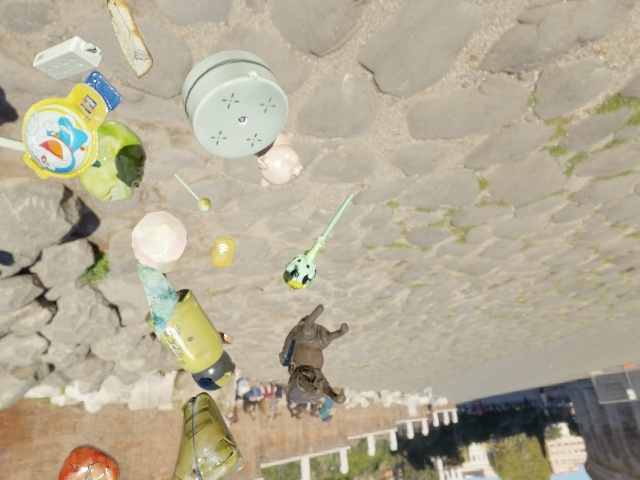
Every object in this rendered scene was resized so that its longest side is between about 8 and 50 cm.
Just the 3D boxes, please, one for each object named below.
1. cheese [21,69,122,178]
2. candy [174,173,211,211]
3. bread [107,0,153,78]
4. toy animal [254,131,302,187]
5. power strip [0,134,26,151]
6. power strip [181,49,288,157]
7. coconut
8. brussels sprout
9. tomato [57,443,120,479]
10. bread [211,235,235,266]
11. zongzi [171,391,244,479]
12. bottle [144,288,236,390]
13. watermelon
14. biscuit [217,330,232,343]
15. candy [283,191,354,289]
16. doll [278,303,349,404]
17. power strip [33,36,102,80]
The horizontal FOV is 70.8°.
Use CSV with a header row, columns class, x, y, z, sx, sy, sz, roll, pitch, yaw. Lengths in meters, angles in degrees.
class,x,y,z,sx,sy,sz,roll,pitch,yaw
cheese,-0.546,-0.248,0.981,0.270,0.177,0.069,-42,-174,10
candy,-0.539,-0.204,1.891,0.061,0.061,0.202,-24,116,37
bread,-0.364,-0.390,0.868,0.044,0.129,0.126,-22,168,-21
toy animal,-0.223,-0.409,2.091,0.326,0.269,0.237,34,161,6
power strip,-0.849,-0.271,1.300,0.226,0.029,0.080,11,-173,-37
power strip,-0.293,-0.447,1.532,0.357,0.162,0.358,-21,150,-12
coconut,-0.680,0.004,1.898,0.233,0.233,0.245,4,151,-22
brussels sprout,-0.840,-0.319,1.836,0.268,0.344,0.344,0,157,-4
tomato,-0.657,0.662,1.275,0.167,0.168,0.167,-5,157,-2
bread,-0.359,0.042,1.651,0.082,0.115,0.056,16,177,-5
zongzi,-0.392,0.612,1.284,0.289,0.260,0.123,-32,144,-15
bottle,-0.419,0.350,1.506,0.171,0.351,0.171,-25,-163,8
watermelon,-0.382,0.135,1.044,0.094,0.180,0.081,9,-160,39
biscuit,-0.433,0.338,1.670,0.186,0.036,0.192,0,152,26
candy,0.000,0.000,1.194,0.306,0.083,0.091,-57,157,12
doll,-0.021,0.170,0.652,0.057,0.139,0.165,18,149,-23
power strip,-0.840,-0.603,1.498,0.338,0.058,0.098,3,162,36
